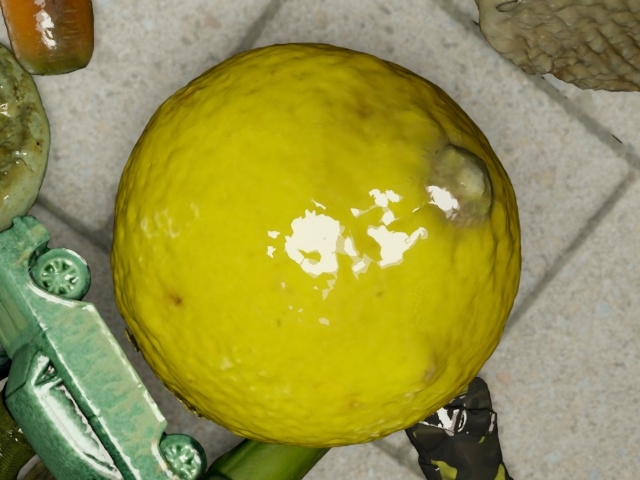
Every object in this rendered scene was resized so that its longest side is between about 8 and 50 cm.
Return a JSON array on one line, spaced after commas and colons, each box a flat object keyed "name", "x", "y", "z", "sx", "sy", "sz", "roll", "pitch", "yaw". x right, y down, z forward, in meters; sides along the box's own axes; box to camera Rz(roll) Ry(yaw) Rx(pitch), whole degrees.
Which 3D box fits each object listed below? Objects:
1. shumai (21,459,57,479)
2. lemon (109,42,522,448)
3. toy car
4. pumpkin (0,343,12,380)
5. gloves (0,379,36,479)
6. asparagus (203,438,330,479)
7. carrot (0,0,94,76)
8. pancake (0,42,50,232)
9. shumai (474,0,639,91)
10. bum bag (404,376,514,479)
[{"name": "shumai", "x": -0.194, "y": 0.380, "z": 1.065, "sx": 0.288, "sy": 0.292, "sz": 0.330, "roll": 36, "pitch": 67, "yaw": -24}, {"name": "lemon", "x": 0.000, "y": 0.000, "z": 0.912, "sx": 0.350, "sy": 0.387, "sz": 0.349, "roll": 11, "pitch": 67, "yaw": -27}, {"name": "toy car", "x": -0.195, "y": 0.137, "z": 0.894, "sx": 0.097, "sy": 0.141, "sz": 0.320, "roll": -32, "pitch": 90, "yaw": -31}, {"name": "pumpkin", "x": -0.356, "y": 0.063, "z": 1.017, "sx": 0.194, "sy": 0.150, "sz": 0.194, "roll": -1, "pitch": 103, "yaw": -6}, {"name": "gloves", "x": -0.356, "y": 0.232, "z": 1.074, "sx": 0.268, "sy": 0.135, "sz": 0.107, "roll": -34, "pitch": 127, "yaw": 17}, {"name": "asparagus", "x": -0.012, "y": 0.185, "z": 1.065, "sx": 0.082, "sy": 0.085, "sz": 0.343, "roll": 48, "pitch": 67, "yaw": -7}, {"name": "carrot", "x": -0.262, "y": -0.249, "z": 0.988, "sx": 0.087, "sy": 0.087, "sz": 0.193, "roll": -12, "pitch": 100, "yaw": -1}, {"name": "pancake", "x": -0.367, "y": -0.102, "z": 0.973, "sx": 0.254, "sy": 0.037, "sz": 0.253, "roll": 5, "pitch": 66, "yaw": -11}, {"name": "shumai", "x": 0.293, "y": -0.289, "z": 0.984, "sx": 0.314, "sy": 0.267, "sz": 0.262, "roll": 15, "pitch": 70, "yaw": -34}, {"name": "bum bag", "x": 0.151, "y": 0.242, "z": 1.134, "sx": 0.107, "sy": 0.060, "sz": 0.232, "roll": -19, "pitch": 109, "yaw": 7}]
